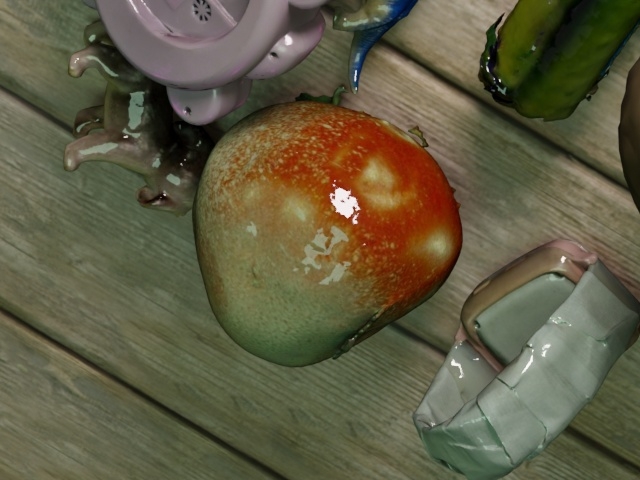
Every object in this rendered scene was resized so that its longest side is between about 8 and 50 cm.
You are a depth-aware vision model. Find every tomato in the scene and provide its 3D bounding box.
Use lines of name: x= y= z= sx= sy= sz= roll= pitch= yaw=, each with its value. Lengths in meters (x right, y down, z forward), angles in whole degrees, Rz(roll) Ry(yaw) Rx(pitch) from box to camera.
tomato: x=0.000 y=0.000 z=1.953 sx=0.303 sy=0.239 sz=0.303 roll=13 pitch=125 yaw=18

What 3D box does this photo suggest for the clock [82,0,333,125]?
clock: x=-0.112 y=-0.297 z=1.828 sx=0.295 sy=0.113 sz=0.322 roll=49 pitch=133 yaw=10

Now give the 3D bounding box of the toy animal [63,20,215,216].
toy animal: x=-0.207 y=-0.140 z=2.024 sx=0.168 sy=0.121 sz=0.233 roll=-4 pitch=113 yaw=5

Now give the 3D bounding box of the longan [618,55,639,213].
longan: x=0.501 y=-0.070 z=1.609 sx=0.436 sy=0.404 sz=0.404 roll=49 pitch=132 yaw=18

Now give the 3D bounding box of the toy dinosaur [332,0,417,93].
toy dinosaur: x=0.106 y=-0.259 z=1.839 sx=0.188 sy=0.075 sz=0.248 roll=11 pitch=120 yaw=11

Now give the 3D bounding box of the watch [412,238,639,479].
watch: x=0.219 y=0.145 z=1.965 sx=0.162 sy=0.241 sz=0.253 roll=45 pitch=127 yaw=-10

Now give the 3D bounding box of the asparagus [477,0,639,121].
asparagus: x=0.292 y=-0.277 z=1.728 sx=0.128 sy=0.108 sz=0.382 roll=34 pitch=127 yaw=-2
